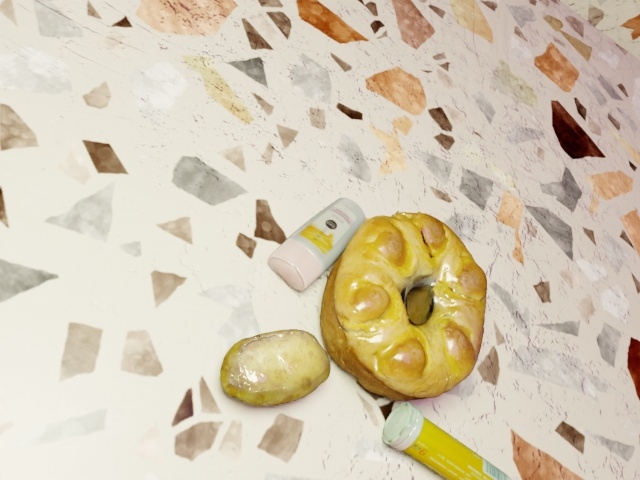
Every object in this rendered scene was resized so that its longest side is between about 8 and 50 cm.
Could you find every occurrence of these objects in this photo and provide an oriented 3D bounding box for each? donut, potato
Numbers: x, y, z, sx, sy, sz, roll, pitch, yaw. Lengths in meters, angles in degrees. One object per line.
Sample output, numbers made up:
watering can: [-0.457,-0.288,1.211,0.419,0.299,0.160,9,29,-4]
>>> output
donut: [0.141,0.107,1.011,0.317,0.150,0.299,-17,75,-37]
potato: [-0.065,0.184,0.887,0.170,0.080,0.107,-12,72,-30]

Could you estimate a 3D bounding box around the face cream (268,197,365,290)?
face cream: [0.000,0.000,1.041,0.084,0.057,0.198,38,49,8]

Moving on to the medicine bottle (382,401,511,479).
medicine bottle: [0.204,0.345,0.970,0.218,0.074,0.074,37,52,-11]
